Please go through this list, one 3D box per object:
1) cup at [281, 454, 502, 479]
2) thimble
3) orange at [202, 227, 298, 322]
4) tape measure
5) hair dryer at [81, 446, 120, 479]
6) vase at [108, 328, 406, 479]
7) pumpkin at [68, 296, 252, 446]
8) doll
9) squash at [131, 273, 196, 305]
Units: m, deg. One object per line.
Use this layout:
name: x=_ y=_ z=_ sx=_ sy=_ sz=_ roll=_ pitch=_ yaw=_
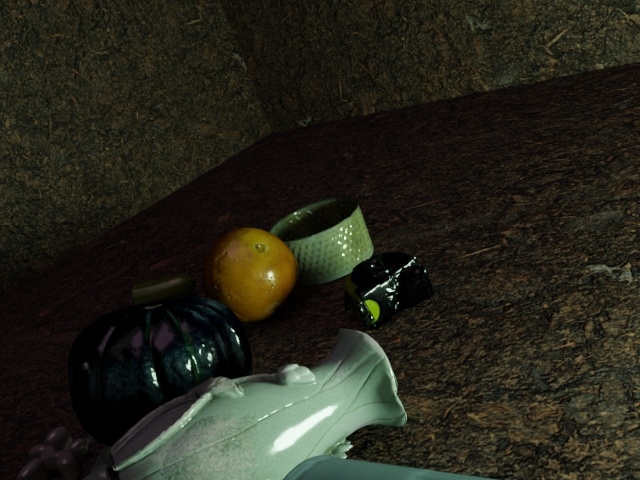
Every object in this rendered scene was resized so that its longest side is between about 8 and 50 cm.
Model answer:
cup: x=0.107 y=0.337 z=0.661 sx=0.311 sy=0.331 sz=0.256 roll=-5 pitch=45 yaw=32
thimble: x=0.000 y=0.000 z=1.892 sx=0.271 sy=0.150 sz=0.271 roll=-19 pitch=19 yaw=7
orange: x=-0.178 y=0.086 z=1.730 sx=0.240 sy=0.240 sz=0.240 roll=-19 pitch=20 yaw=7
tape measure: x=0.138 y=0.100 z=1.555 sx=0.199 sy=0.112 sz=0.186 roll=-24 pitch=18 yaw=-11
hair dryer: x=-0.407 y=0.443 z=1.285 sx=0.131 sy=0.073 sz=0.236 roll=-38 pitch=6 yaw=2
vase: x=-0.083 y=0.305 z=1.067 sx=0.446 sy=0.249 sz=0.250 roll=-26 pitch=20 yaw=-19
pumpkin: x=-0.311 y=0.253 z=1.362 sx=0.364 sy=0.266 sz=0.363 roll=-12 pitch=5 yaw=1
doll: x=-0.554 y=0.450 z=1.433 sx=0.161 sy=0.059 sz=0.160 roll=-19 pitch=20 yaw=9
squash: x=-0.461 y=0.154 z=2.068 sx=0.188 sy=0.095 sz=0.095 roll=-15 pitch=20 yaw=8
